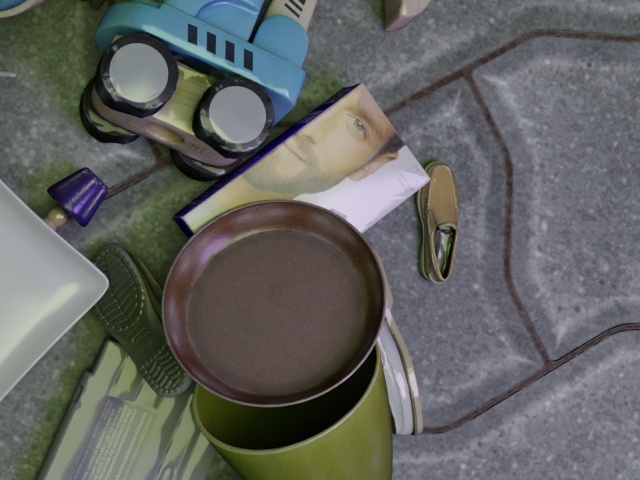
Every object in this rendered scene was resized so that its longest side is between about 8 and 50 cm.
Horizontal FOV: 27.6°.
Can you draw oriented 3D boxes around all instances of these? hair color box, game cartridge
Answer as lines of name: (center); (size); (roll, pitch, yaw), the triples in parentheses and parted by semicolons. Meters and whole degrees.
hair color box: (-0.028, -0.063, 1.949); (0.339, 0.110, 0.185); (-38, 100, -11)
game cartridge: (-0.291, 0.343, 1.929); (0.230, 0.068, 0.355); (24, 87, -10)

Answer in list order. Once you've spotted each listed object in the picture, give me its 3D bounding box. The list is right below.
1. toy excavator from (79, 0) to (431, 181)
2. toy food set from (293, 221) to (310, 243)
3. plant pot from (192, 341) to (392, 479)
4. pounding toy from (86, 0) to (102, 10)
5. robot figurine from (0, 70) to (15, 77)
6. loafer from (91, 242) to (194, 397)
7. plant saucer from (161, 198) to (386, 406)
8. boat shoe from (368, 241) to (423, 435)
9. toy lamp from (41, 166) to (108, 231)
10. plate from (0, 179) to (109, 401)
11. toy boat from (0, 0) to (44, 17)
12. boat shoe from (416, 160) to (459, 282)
toy excavator: (-0.082, -0.305, 1.885); (0.433, 0.222, 0.445); (23, 76, -12)
toy food set: (0.000, 0.000, 1.895); (0.083, 0.020, 0.083); (-33, 101, -11)
plant pot: (-0.006, 0.295, 1.894); (0.275, 0.275, 0.293); (-30, 128, -11)
pounding toy: (-0.358, -0.426, 1.809); (0.206, 0.181, 0.094); (43, 83, -12)
robot figurine: (-0.575, -0.202, 1.674); (0.354, 0.199, 0.300); (-16, 57, -12)
loafer: (-0.254, 0.117, 1.898); (0.094, 0.087, 0.251); (-35, 75, 17)
plant saucer: (-0.063, 0.089, 1.806); (0.311, 0.050, 0.310); (-2, 65, 5)
boat shoe: (0.071, 0.160, 1.989); (0.103, 0.113, 0.302); (-17, 87, -11)
toy lamp: (-0.418, 0.004, 1.871); (0.275, 0.080, 0.080); (-43, 102, -7)
plate: (-0.481, 0.065, 1.794); (0.277, 0.045, 0.278); (-47, 111, -6)
toy boat: (-0.459, -0.440, 1.714); (0.318, 0.148, 0.267); (25, 108, 21)
boat shoe: (0.191, -0.028, 2.022); (0.068, 0.072, 0.190); (-4, 93, -14)
